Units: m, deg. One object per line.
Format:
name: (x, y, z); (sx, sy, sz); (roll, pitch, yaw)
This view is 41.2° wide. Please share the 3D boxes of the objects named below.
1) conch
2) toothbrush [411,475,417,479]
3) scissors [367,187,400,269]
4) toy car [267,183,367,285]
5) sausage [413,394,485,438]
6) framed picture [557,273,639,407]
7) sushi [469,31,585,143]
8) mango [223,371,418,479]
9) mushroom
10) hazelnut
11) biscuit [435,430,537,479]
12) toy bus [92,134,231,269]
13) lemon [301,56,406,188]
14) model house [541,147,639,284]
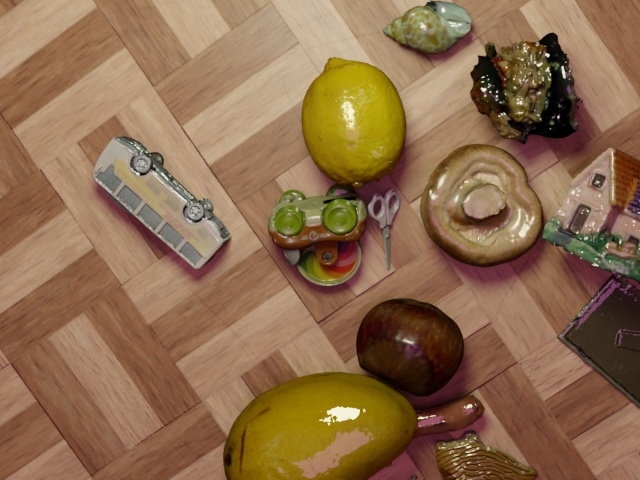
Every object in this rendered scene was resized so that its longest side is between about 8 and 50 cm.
conch: (0.242, -0.462, 1.863); (0.173, 0.106, 0.116); (-16, 74, -13)
toothbrush: (0.182, 0.692, 2.007); (0.028, 0.026, 0.294); (21, 97, 17)
scissors: (0.149, -0.023, 1.933); (0.100, 0.015, 0.189); (-19, 114, -38)
toy car: (0.000, 0.000, 1.911); (0.235, 0.145, 0.235); (1, 112, 2)
sausage: (0.230, 0.425, 1.956); (0.304, 0.078, 0.078); (-19, 94, 8)
framed picture: (0.711, 0.235, 1.936); (0.281, 0.019, 0.209); (41, 96, -1)
sushi: (0.425, -0.312, 1.808); (0.218, 0.238, 0.225); (-13, 106, -1)
mango: (-0.001, 0.444, 1.882); (0.445, 0.220, 0.301); (-18, 65, 14)
mushroom: (0.355, -0.076, 1.869); (0.278, 0.146, 0.278); (0, 88, -4)
hazelnut: (0.201, 0.225, 1.875); (0.234, 0.218, 0.218); (29, 96, 1)
biscuit: (0.387, 0.527, 1.977); (0.228, 0.031, 0.176); (-7, 96, 5)
toy bus: (-0.358, -0.089, 1.937); (0.342, 0.097, 0.138); (41, 103, -2)
lemon: (0.072, -0.250, 1.825); (0.236, 0.236, 0.263); (12, 99, 2)
model house: (0.633, -0.055, 1.777); (0.237, 0.202, 0.237); (33, 103, 44)
